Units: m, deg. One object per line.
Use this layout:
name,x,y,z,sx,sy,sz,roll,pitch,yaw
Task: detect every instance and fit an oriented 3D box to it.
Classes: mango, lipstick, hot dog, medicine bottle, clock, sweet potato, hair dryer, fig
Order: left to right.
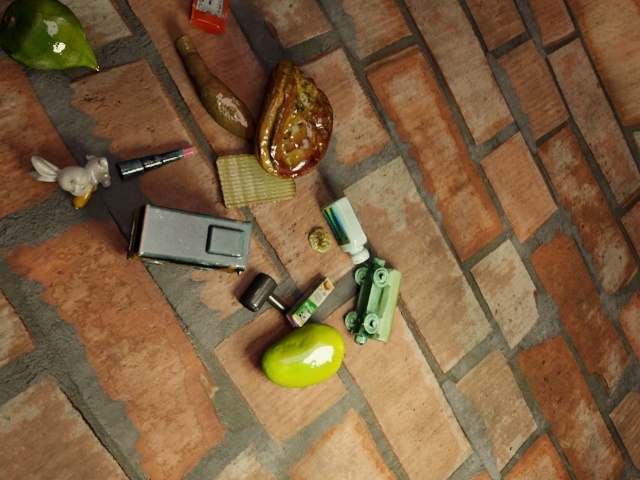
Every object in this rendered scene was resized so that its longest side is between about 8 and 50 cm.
fig,-0.711,-0.540,1.326,0.235,0.203,0.203,15,75,-64
lipstick,-0.482,-0.238,1.452,0.234,0.053,0.053,-26,96,-31
clock,-0.355,-0.744,1.560,0.113,0.061,0.155,10,77,-25
sweet potato,-0.334,-0.463,1.518,0.109,0.109,0.385,-42,98,-24
hair dryer,-0.140,0.222,1.567,0.248,0.071,0.114,47,66,-24
hot dog,-0.090,-0.386,1.560,0.267,0.174,0.387,27,65,-41
mango,-0.049,0.369,1.539,0.273,0.149,0.185,-27,112,-18
medicine bottle,0.091,-0.032,1.666,0.083,0.121,0.228,-29,98,-27

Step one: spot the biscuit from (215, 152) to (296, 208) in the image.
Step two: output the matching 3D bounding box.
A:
biscuit,-0.207,-0.201,1.589,0.255,0.029,0.172,-11,89,-27

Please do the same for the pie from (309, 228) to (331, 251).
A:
pie,0.000,0.000,1.674,0.084,0.020,0.084,3,83,-26

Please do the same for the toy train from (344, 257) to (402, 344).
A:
toy train,0.202,0.218,1.691,0.190,0.126,0.307,19,76,-24

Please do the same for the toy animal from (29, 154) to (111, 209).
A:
toy animal,-0.677,-0.170,1.333,0.182,0.131,0.127,-24,63,-34

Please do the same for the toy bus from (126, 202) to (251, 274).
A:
toy bus,-0.366,0.001,1.396,0.324,0.194,0.161,10,79,-25

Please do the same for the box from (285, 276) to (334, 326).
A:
box,-0.033,0.198,1.597,0.207,0.041,0.050,-46,116,-39
